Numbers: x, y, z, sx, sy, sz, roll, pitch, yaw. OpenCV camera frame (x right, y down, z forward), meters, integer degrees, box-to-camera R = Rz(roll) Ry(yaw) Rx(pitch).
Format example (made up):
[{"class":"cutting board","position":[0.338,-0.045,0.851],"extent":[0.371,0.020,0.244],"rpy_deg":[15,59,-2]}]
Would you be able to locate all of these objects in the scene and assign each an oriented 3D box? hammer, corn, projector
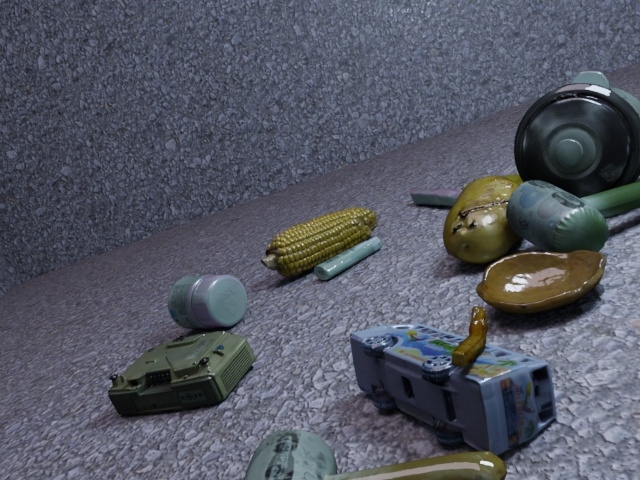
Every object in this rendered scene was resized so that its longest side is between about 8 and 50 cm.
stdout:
[{"class":"hammer","position":[0.055,0.277,0.793],"extent":[0.305,0.113,0.202],"rpy_deg":[-13,17,10]},{"class":"hammer","position":[0.543,-0.064,1.362],"extent":[0.335,0.119,0.206],"rpy_deg":[-14,28,-13]},{"class":"corn","position":[0.000,0.000,1.901],"extent":[0.346,0.130,0.130],"rpy_deg":[-23,13,-21]},{"class":"projector","position":[-0.268,0.251,1.398],"extent":[0.269,0.088,0.193],"rpy_deg":[-14,18,28]}]

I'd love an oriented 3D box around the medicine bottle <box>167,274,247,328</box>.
[{"class":"medicine bottle","position":[-0.274,0.147,1.716],"extent":[0.168,0.135,0.135],"rpy_deg":[-9,18,44]}]

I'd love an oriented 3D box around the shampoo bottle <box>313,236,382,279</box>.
[{"class":"shampoo bottle","position":[0.074,0.043,1.802],"extent":[0.190,0.041,0.069],"rpy_deg":[-28,10,-28]}]

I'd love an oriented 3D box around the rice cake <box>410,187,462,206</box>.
[{"class":"rice cake","position":[0.354,-0.128,2.040],"extent":[0.081,0.051,0.290],"rpy_deg":[-10,9,-20]}]

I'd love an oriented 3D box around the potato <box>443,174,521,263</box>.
[{"class":"potato","position":[0.368,-0.054,1.530],"extent":[0.172,0.140,0.300],"rpy_deg":[-8,22,33]}]

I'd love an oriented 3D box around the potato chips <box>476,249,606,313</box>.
[{"class":"potato chips","position":[0.371,0.075,1.186],"extent":[0.208,0.062,0.195],"rpy_deg":[-21,19,-6]}]

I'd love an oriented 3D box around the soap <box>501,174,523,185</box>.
[{"class":"soap","position":[0.489,-0.148,1.925],"extent":[0.140,0.045,0.089],"rpy_deg":[-9,13,41]}]

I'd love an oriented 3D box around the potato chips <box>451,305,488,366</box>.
[{"class":"potato chips","position":[0.193,0.127,0.907],"extent":[0.026,0.037,0.204],"rpy_deg":[-11,6,22]}]

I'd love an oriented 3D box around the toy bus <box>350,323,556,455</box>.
[{"class":"toy bus","position":[0.165,0.186,0.978],"extent":[0.135,0.109,0.329],"rpy_deg":[-16,11,-23]}]

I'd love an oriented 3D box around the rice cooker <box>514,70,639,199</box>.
[{"class":"rice cooker","position":[0.572,-0.207,1.525],"extent":[0.264,0.317,0.316],"rpy_deg":[16,32,31]}]
